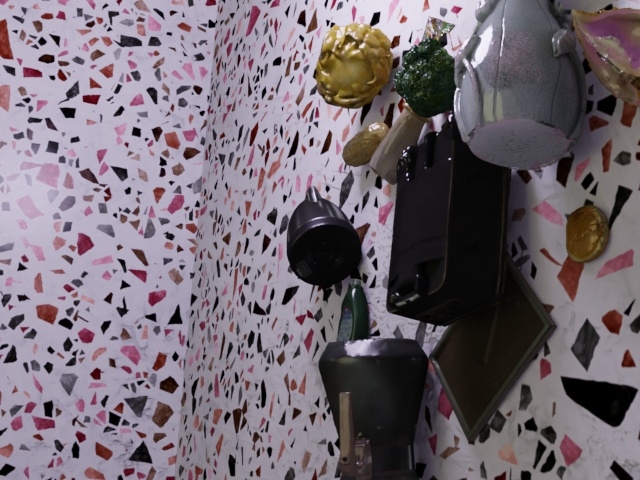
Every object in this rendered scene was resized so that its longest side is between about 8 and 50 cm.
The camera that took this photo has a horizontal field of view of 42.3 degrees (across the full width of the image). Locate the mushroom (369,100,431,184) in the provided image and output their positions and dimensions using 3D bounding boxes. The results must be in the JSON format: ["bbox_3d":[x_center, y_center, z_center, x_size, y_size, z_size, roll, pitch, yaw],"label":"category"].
[{"bbox_3d":[0.199,-0.241,2.122,0.096,0.108,0.247,40,127,18],"label":"mushroom"}]

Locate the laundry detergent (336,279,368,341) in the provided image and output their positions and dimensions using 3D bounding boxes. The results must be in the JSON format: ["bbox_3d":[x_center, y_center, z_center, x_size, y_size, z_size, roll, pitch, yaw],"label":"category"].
[{"bbox_3d":[0.084,0.212,2.225,0.137,0.063,0.211,151,125,-66],"label":"laundry detergent"}]

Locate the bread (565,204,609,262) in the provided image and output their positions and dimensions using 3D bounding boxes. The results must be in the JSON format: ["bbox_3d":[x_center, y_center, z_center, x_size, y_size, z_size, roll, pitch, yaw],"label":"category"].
[{"bbox_3d":[0.487,-0.011,1.516,0.110,0.024,0.110,-37,48,56],"label":"bread"}]

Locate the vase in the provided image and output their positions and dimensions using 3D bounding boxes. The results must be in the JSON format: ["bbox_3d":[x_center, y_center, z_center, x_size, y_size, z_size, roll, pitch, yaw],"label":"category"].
[{"bbox_3d":[0.388,-0.374,1.623,0.250,0.249,0.446,-34,45,56],"label":"vase"}]

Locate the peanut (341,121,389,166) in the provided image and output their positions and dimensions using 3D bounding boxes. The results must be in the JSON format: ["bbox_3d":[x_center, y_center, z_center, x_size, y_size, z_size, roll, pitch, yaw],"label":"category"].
[{"bbox_3d":[0.130,-0.266,2.290,0.194,0.083,0.093,-35,15,50],"label":"peanut"}]

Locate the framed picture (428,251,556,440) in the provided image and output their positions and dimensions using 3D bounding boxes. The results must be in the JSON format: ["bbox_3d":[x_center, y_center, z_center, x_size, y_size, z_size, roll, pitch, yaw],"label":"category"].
[{"bbox_3d":[0.346,0.216,1.725,0.335,0.022,0.247,-64,29,30],"label":"framed picture"}]

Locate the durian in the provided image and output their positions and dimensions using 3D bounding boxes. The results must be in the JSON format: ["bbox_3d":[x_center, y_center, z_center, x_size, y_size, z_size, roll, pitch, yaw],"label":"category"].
[{"bbox_3d":[0.523,-0.322,1.439,0.182,0.132,0.165,27,117,52],"label":"durian"}]

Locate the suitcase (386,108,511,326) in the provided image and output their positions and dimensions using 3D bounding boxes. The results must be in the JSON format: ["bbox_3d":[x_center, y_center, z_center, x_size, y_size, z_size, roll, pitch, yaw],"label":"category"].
[{"bbox_3d":[0.268,-0.033,1.751,0.283,0.194,0.434,141,142,-60],"label":"suitcase"}]

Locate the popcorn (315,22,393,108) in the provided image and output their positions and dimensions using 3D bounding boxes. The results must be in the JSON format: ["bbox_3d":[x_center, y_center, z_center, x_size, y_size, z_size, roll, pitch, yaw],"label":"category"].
[{"bbox_3d":[0.091,-0.494,2.303,0.250,0.190,0.250,8,103,36],"label":"popcorn"}]

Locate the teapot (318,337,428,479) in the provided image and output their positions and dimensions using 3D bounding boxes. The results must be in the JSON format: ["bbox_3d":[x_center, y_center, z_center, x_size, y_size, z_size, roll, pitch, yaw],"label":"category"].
[{"bbox_3d":[0.117,0.396,1.851,0.253,0.300,0.344,-10,76,26],"label":"teapot"}]

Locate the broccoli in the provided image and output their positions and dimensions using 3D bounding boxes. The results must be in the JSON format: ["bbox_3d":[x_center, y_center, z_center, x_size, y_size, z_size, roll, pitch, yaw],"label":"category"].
[{"bbox_3d":[0.264,-0.385,1.971,0.195,0.195,0.156,-33,32,57],"label":"broccoli"}]

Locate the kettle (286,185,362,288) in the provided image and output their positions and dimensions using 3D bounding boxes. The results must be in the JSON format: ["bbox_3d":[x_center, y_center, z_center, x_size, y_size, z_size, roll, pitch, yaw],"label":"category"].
[{"bbox_3d":[0.007,-0.014,2.368,0.207,0.251,0.271,-36,31,13],"label":"kettle"}]

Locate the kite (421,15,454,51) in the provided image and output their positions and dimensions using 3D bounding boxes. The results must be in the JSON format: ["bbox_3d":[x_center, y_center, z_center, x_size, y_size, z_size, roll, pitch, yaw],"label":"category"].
[{"bbox_3d":[0.290,-0.482,2.123,0.198,0.006,0.244,-44,43,50],"label":"kite"}]
